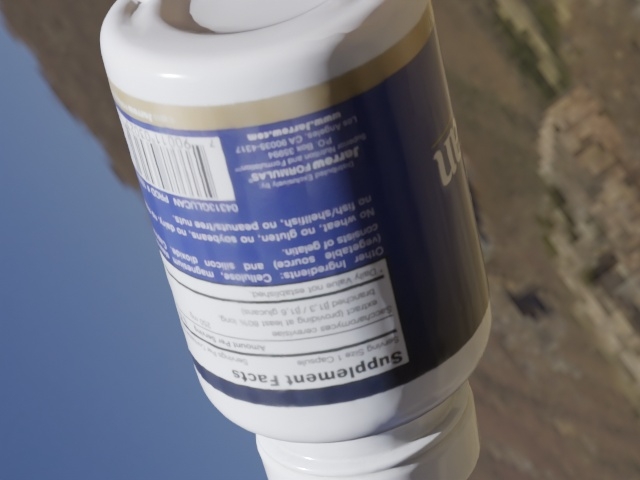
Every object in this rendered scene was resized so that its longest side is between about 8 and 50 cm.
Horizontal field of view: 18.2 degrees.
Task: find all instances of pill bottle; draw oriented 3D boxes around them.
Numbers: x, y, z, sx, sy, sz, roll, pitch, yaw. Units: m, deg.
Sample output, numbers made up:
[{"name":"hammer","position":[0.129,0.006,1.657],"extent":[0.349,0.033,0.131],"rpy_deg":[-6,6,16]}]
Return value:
[{"name":"pill bottle","position":[0.000,0.000,0.594],"extent":[0.094,0.094,0.169],"rpy_deg":[-123,17,-58]}]
